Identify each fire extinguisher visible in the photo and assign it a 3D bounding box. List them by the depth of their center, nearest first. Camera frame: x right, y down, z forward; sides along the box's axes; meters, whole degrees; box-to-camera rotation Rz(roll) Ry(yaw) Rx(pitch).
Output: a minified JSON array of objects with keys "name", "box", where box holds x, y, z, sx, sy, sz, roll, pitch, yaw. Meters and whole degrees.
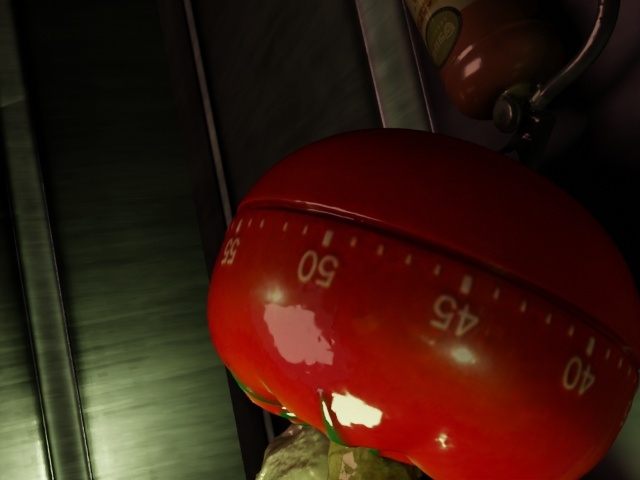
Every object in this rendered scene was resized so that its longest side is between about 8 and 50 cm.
[{"name":"fire extinguisher","box":[0.152,-0.245,0.615,0.200,0.113,0.376,94,159,-66]}]

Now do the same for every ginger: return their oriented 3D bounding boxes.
[{"name":"ginger","box":[0.059,0.280,0.757,0.109,0.116,0.263,-16,53,62]}]

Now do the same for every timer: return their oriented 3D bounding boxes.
[{"name":"timer","box":[0.089,0.064,0.588,0.279,0.377,0.378,-65,15,-13]}]

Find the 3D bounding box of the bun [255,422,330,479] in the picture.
[{"name":"bun","box":[0.042,0.414,0.947,0.360,0.210,0.360,55,-175,-7]}]
